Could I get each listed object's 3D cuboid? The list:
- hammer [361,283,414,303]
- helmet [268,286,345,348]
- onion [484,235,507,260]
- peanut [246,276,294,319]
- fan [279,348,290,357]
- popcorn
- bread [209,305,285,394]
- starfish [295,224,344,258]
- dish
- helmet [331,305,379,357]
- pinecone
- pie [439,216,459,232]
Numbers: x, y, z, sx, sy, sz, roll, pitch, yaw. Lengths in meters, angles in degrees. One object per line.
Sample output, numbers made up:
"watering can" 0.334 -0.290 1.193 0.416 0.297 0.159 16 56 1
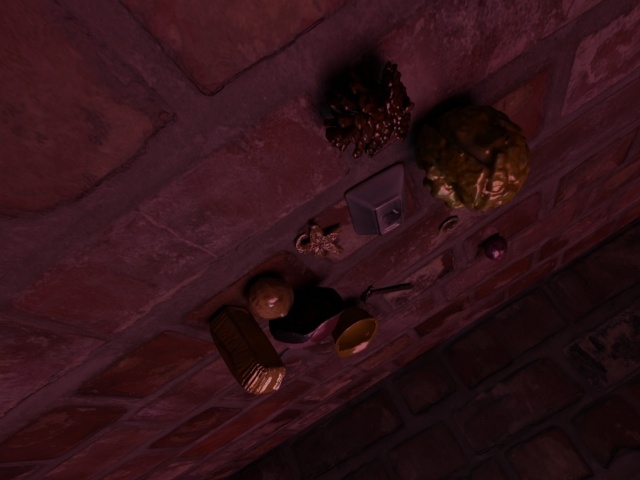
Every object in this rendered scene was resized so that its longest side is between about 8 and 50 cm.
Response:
"hammer" 0.295 0.215 1.878 0.297 0.027 0.125 -7 142 -36
"helmet" -0.046 0.276 1.472 0.253 0.198 0.154 -9 121 -13
"onion" 0.796 0.034 1.996 0.115 0.115 0.104 -19 -167 -19
"peanut" -0.153 0.173 1.334 0.141 0.109 0.159 -33 139 -17
"fan" -0.133 0.471 1.885 0.193 0.016 0.038 -40 151 15
"popcorn" 0.380 -0.196 1.090 0.282 0.282 0.247 -23 139 -13
"bread" -0.223 0.330 1.334 0.119 0.288 0.153 -52 146 15
"starfish" 0.005 0.007 1.280 0.150 0.053 0.209 -33 149 -5
"dish" 0.181 -0.091 1.264 0.182 0.080 0.243 -30 151 -2
"helmet" 0.122 0.354 1.813 0.205 0.140 0.257 -17 142 -21
"pinecone" 0.096 -0.253 0.870 0.195 0.150 0.179 -37 150 11
"pie" 0.482 -0.058 1.642 0.085 0.017 0.085 -22 149 -14
